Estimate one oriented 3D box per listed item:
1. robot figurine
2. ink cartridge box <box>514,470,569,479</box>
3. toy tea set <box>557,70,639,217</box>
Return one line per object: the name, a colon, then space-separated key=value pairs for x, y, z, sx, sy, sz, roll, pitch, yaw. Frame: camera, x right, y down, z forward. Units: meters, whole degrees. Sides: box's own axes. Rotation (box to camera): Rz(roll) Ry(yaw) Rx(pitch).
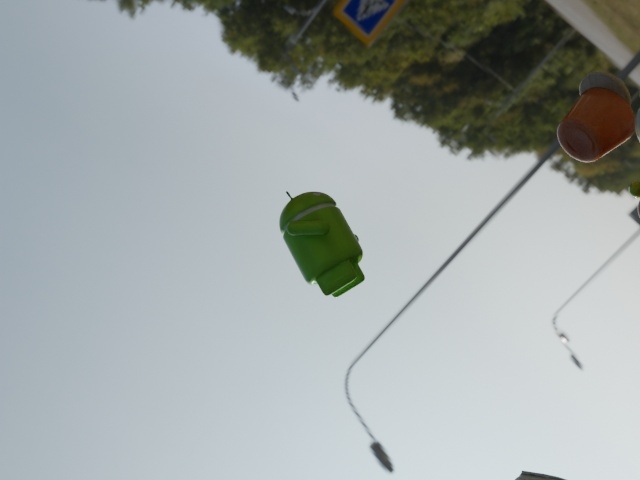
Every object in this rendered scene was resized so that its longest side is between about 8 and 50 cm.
robot figurine: x=0.000 y=0.000 z=0.888 sx=0.115 sy=0.067 sz=0.101 roll=62 pitch=-162 yaw=18
ink cartridge box: x=0.389 y=0.511 z=1.252 sx=0.306 sy=0.226 sz=0.131 roll=36 pitch=159 yaw=-16
toy tea set: x=0.424 y=-0.083 z=0.936 sx=0.336 sy=0.200 sz=0.124 roll=45 pitch=-115 yaw=10
